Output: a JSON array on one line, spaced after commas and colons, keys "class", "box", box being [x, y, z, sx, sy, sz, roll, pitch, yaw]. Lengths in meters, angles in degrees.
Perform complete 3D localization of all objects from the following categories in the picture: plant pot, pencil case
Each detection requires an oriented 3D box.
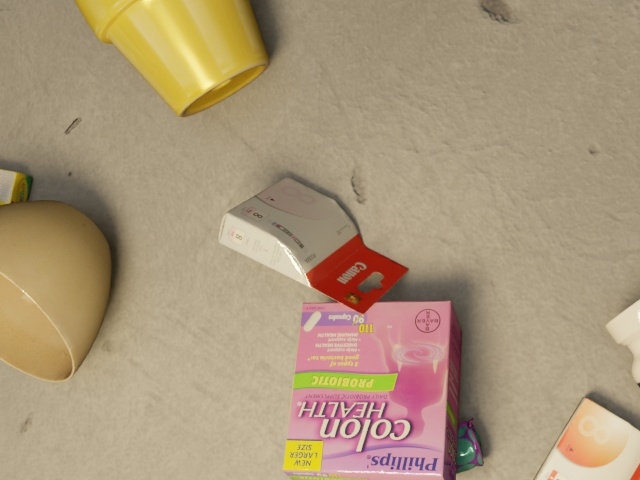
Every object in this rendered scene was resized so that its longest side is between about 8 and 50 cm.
[{"class": "plant pot", "box": [-0.427, 0.049, 1.447, 0.284, 0.284, 0.191, 26, 54, 16]}, {"class": "plant pot", "box": [-0.204, -0.328, 1.441, 0.254, 0.254, 0.239, -30, 91, 8]}, {"class": "pencil case", "box": [0.152, 0.301, 1.350, 0.151, 0.064, 0.070, -16, 94, 11]}]

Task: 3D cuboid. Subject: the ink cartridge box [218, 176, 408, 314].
[{"class": "ink cartridge box", "box": [0.000, 0.000, 1.367, 0.232, 0.189, 0.066, 23, 117, 18]}]

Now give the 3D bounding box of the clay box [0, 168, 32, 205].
[{"class": "clay box", "box": [-0.564, -0.011, 1.575, 0.127, 0.053, 0.222, 11, 87, 15]}]

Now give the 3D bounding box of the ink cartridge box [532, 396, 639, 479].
[{"class": "ink cartridge box", "box": [0.400, 0.320, 1.298, 0.179, 0.045, 0.145, 31, 91, 18]}]

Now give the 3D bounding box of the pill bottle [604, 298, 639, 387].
[{"class": "pill bottle", "box": [0.500, 0.179, 1.234, 0.153, 0.153, 0.265, -38, 76, 6]}]

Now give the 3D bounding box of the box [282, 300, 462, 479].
[{"class": "box", "box": [0.077, 0.214, 1.312, 0.213, 0.117, 0.243, -1, 63, 16]}]
